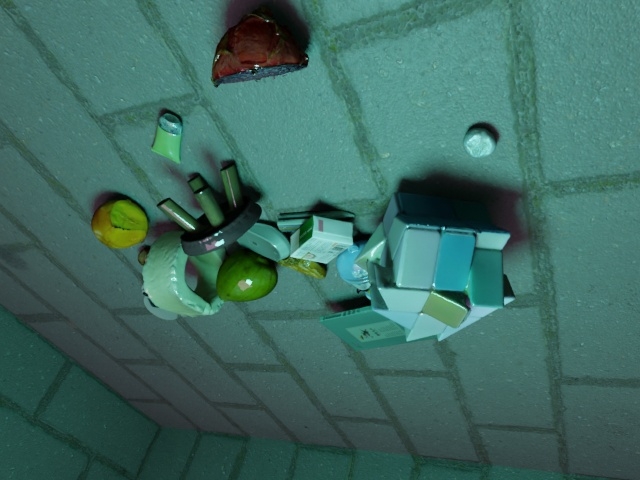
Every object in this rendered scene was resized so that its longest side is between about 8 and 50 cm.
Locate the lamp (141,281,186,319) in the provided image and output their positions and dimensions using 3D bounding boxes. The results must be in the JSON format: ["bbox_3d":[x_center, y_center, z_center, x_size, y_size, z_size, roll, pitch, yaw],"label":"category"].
[{"bbox_3d":[-0.674,0.243,2.084,0.180,0.107,0.245,-1,135,15],"label":"lamp"}]

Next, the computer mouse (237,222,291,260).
[{"bbox_3d":[-0.197,-0.007,1.648,0.231,0.079,0.127,22,145,19],"label":"computer mouse"}]

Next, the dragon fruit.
[{"bbox_3d":[-0.146,-0.436,1.075,0.224,0.219,0.148,20,124,62],"label":"dragon fruit"}]

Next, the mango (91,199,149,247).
[{"bbox_3d":[-0.740,-0.050,1.758,0.187,0.137,0.257,26,147,-38],"label":"mango"}]

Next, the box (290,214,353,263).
[{"bbox_3d":[0.000,0.000,1.519,0.135,0.081,0.199,11,154,-22],"label":"box"}]

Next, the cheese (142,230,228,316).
[{"bbox_3d":[-0.459,0.124,1.726,0.153,0.292,0.332,-5,142,25],"label":"cheese"}]

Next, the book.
[{"bbox_3d":[0.217,0.317,1.769,0.380,0.031,0.264,-17,134,32],"label":"book"}]

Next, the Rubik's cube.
[{"bbox_3d":[0.297,0.065,1.320,0.388,0.358,0.367,6,134,-6],"label":"Rubik's cube"}]

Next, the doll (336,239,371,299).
[{"bbox_3d":[0.160,0.104,1.587,0.177,0.141,0.314,-18,135,19],"label":"doll"}]

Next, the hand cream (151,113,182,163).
[{"bbox_3d":[-0.448,-0.301,1.429,0.095,0.045,0.175,24,146,-8],"label":"hand cream"}]

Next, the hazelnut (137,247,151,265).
[{"bbox_3d":[-0.677,0.065,1.913,0.086,0.086,0.086,11,140,9],"label":"hazelnut"}]

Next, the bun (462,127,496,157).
[{"bbox_3d":[0.387,-0.239,1.180,0.084,0.045,0.083,9,141,7],"label":"bun"}]

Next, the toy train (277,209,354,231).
[{"bbox_3d":[-0.014,-0.060,1.535,0.252,0.048,0.055,-3,138,23],"label":"toy train"}]

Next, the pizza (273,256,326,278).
[{"bbox_3d":[-0.075,0.075,1.700,0.199,0.062,0.188,13,163,19],"label":"pizza"}]

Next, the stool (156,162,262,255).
[{"bbox_3d":[-0.332,-0.094,1.467,0.272,0.272,0.178,-12,117,31],"label":"stool"}]

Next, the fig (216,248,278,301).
[{"bbox_3d":[-0.267,0.138,1.715,0.203,0.203,0.225,35,105,-19],"label":"fig"}]
